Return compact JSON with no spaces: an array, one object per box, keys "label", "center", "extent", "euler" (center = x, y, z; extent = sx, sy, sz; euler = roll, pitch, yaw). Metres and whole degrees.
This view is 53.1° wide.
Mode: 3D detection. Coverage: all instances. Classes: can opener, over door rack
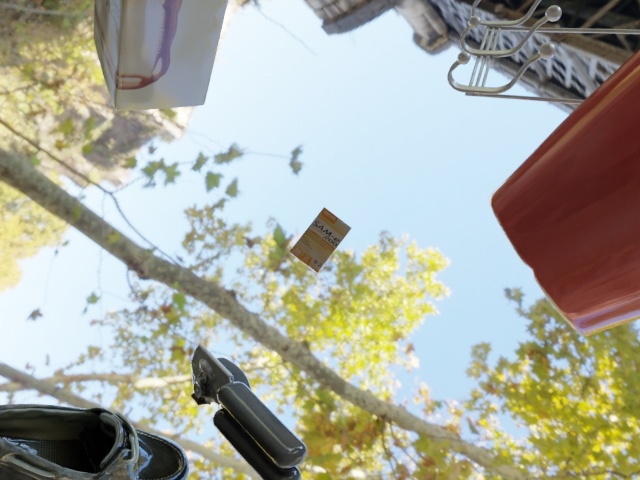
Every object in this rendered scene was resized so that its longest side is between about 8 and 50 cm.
[{"label":"can opener","center":[-0.097,0.232,0.889],"extent":[0.283,0.095,0.076],"euler":[30,-66,46]},{"label":"over door rack","center":[0.366,-0.277,0.924],"extent":[0.108,0.324,0.240],"euler":[96,14,-47]}]

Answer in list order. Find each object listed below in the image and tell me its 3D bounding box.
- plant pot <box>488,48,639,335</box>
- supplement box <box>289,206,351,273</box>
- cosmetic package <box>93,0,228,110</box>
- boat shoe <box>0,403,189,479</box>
[{"label":"plant pot","center":[0.339,-0.039,0.699],"extent":[0.243,0.275,0.275],"euler":[-35,-150,21]},{"label":"supplement box","center":[0.000,0.000,1.098],"extent":[0.098,0.062,0.036],"euler":[-53,178,-5]},{"label":"cosmetic package","center":[-0.194,-0.313,0.773],"extent":[0.153,0.129,0.296],"euler":[65,-29,25]},{"label":"boat shoe","center":[-0.277,0.270,0.785],"extent":[0.119,0.335,0.121],"euler":[-43,-126,20]}]
